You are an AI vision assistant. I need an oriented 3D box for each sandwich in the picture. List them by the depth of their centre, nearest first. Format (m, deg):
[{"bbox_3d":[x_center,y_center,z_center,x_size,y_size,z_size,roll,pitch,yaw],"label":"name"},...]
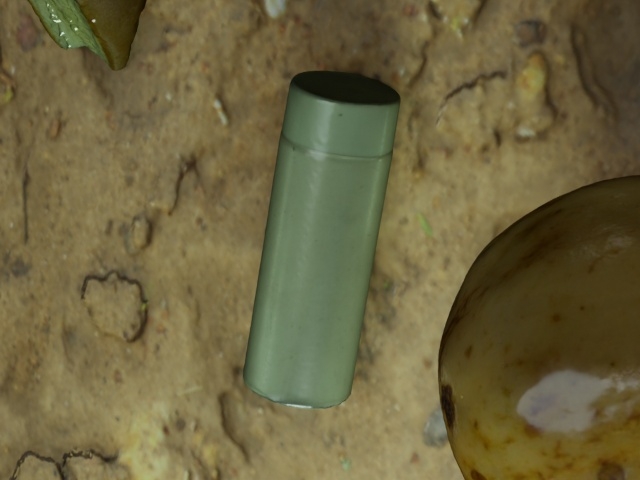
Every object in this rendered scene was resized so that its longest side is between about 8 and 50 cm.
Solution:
[{"bbox_3d":[-0.153,-0.226,1.216,0.090,0.088,0.244,33,119,32],"label":"sandwich"}]

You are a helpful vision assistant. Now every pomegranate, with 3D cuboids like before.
[{"bbox_3d":[0.171,0.071,0.963,0.215,0.215,0.215,10,107,36],"label":"pomegranate"}]

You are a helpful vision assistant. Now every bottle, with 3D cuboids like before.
[{"bbox_3d":[0.000,0.000,1.160,0.072,0.072,0.202,23,114,32],"label":"bottle"}]
